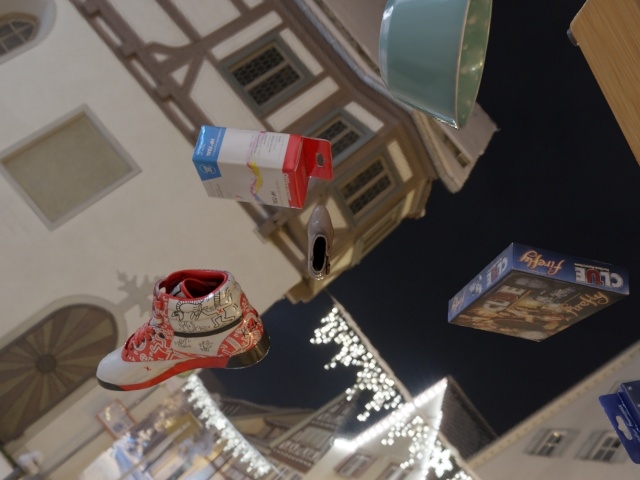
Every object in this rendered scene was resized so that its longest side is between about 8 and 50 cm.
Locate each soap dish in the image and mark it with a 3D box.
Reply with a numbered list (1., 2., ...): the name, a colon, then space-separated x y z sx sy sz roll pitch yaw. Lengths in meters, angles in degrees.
1. soap dish: 0.418 -0.161 0.692 0.118 0.229 0.290 -29 -107 36

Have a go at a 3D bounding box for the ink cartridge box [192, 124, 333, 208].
1. ink cartridge box: -0.098 -0.128 1.067 0.231 0.077 0.134 7 -25 8

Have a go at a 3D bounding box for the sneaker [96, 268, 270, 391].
1. sneaker: -0.216 0.118 0.818 0.270 0.090 0.144 -13 -59 15

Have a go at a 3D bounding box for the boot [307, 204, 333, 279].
1. boot: 0.000 0.000 0.892 0.087 0.042 0.118 81 7 -85

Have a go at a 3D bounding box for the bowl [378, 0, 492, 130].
1. bowl: 0.211 -0.371 1.105 0.163 0.311 0.311 11 -38 19

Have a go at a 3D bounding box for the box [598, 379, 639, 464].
1. box: 0.612 0.293 1.001 0.136 0.226 0.036 -101 179 -48

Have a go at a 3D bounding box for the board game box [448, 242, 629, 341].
1. board game box: 0.311 0.086 0.886 0.165 0.042 0.243 12 -26 -3
